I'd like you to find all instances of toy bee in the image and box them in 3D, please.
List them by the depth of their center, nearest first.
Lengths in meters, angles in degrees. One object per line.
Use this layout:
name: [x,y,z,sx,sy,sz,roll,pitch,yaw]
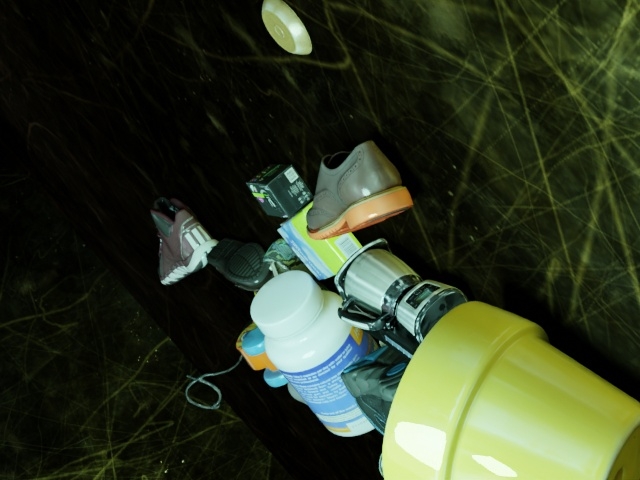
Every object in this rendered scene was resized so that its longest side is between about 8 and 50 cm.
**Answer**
toy bee: [-0.091,0.170,2.252,0.162,0.298,0.195,-74,-23,-57]

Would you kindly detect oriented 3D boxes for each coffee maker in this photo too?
coffee maker: [0.128,0.098,1.671,0.171,0.120,0.178,33,-179,-42]

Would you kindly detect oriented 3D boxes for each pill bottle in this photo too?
pill bottle: [0.006,0.176,2.028,0.152,0.152,0.272,29,159,52]

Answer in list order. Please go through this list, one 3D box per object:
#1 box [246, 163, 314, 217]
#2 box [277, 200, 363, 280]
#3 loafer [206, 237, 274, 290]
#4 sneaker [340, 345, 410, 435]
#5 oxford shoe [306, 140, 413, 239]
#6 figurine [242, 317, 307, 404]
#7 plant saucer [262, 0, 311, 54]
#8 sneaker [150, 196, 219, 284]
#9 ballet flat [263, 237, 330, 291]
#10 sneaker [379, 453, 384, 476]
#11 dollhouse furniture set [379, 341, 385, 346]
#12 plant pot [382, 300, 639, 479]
box: [-0.060,-0.073,1.863,0.062,0.052,0.083,56,162,-18]
box: [0.000,0.000,1.883,0.109,0.042,0.178,51,165,-3]
loafer: [-0.131,0.049,2.316,0.078,0.080,0.220,47,172,-25]
sneaker: [0.141,0.223,1.796,0.139,0.125,0.341,61,167,-4]
oxford shoe: [0.037,-0.063,1.595,0.098,0.097,0.271,70,159,1]
figurine: [-0.043,0.204,2.403,0.215,0.092,0.209,48,160,5]
plant saucer: [-0.043,-0.247,1.488,0.083,0.015,0.083,45,163,18]
sneaker: [-0.292,-0.010,2.581,0.162,0.106,0.281,56,153,-4]
ballet flat: [-0.026,0.083,2.104,0.188,0.070,0.070,50,164,-1]
sneaker: [0.242,0.457,2.180,0.330,0.122,0.146,47,-178,7]
dollhouse furniture set: [0.134,0.181,1.971,0.076,0.059,0.151,46,146,42]
plant pot: [0.234,0.224,1.431,0.239,0.254,0.254,21,151,32]
